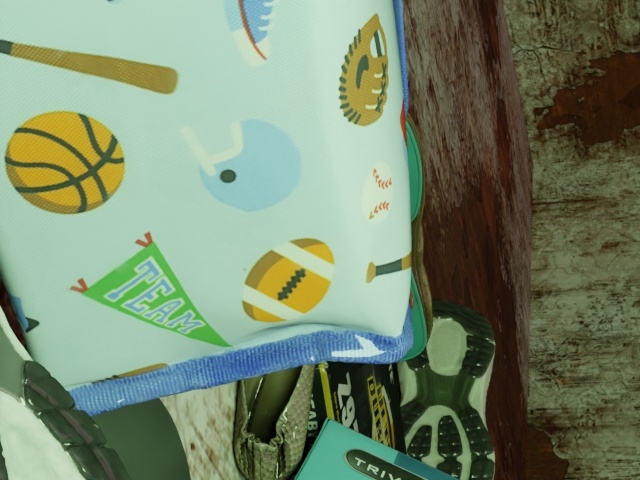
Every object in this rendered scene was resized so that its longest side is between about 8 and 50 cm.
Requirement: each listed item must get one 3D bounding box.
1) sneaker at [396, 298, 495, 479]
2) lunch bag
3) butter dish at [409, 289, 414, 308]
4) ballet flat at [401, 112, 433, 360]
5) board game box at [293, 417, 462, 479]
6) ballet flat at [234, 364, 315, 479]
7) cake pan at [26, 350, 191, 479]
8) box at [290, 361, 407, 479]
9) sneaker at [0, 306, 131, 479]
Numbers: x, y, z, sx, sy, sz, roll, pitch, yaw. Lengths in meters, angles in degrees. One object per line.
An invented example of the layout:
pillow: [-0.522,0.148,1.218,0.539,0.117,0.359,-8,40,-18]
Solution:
sneaker: [0.146,0.276,1.598,0.182,0.158,0.410,95,11,-45]
lunch bag: [-0.070,-0.154,0.679,0.385,0.239,0.327,-98,179,-58]
butter dish: [0.000,0.000,1.188,0.160,0.118,0.159,41,-25,46]
ballet flat: [0.073,-0.021,1.468,0.124,0.116,0.342,-107,-175,-64]
board game box: [0.064,0.299,0.965,0.336,0.254,0.079,-51,163,-65]
ballet flat: [-0.040,0.092,1.080,0.058,0.084,0.249,46,48,-70]
cake pan: [-0.140,0.209,0.722,0.293,0.054,0.293,-2,90,-75]
box: [0.026,0.223,1.275,0.257,0.079,0.321,-49,133,-65]
sneaker: [-0.195,0.051,0.506,0.299,0.121,0.111,64,27,-6]
